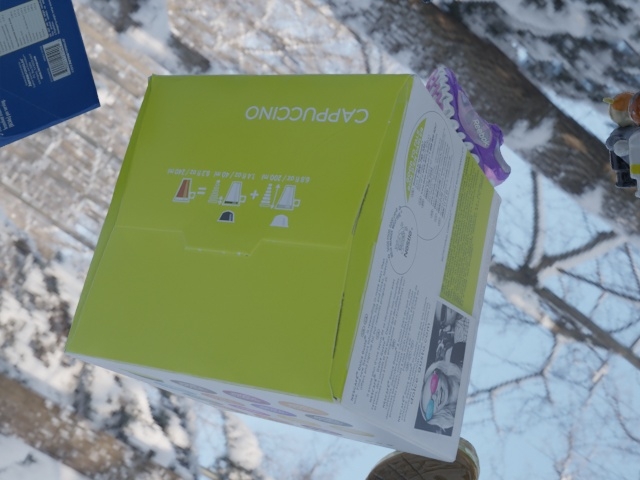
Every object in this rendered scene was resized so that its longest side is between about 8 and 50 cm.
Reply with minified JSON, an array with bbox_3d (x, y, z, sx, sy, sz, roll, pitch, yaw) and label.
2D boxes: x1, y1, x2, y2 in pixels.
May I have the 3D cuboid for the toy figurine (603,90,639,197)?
[{"bbox_3d":[0.480,-0.144,1.197,0.210,0.148,0.213,-6,-171,10],"label":"toy figurine"}]

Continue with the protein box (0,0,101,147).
[{"bbox_3d":[-0.402,-0.232,1.112,0.201,0.199,0.136,-27,-130,-21],"label":"protein box"}]

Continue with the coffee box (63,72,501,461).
[{"bbox_3d":[-0.021,0.031,1.058,0.338,0.334,0.338,5,-108,29],"label":"coffee box"}]

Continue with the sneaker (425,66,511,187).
[{"bbox_3d":[0.240,-0.175,1.500,0.095,0.105,0.236,117,-39,-61],"label":"sneaker"}]

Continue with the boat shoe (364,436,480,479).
[{"bbox_3d":[0.116,0.321,1.216,0.098,0.109,0.302,-42,172,-45],"label":"boat shoe"}]

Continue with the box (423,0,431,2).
[{"bbox_3d":[0.192,-0.431,1.191,0.220,0.175,0.051,-28,-131,12],"label":"box"}]
